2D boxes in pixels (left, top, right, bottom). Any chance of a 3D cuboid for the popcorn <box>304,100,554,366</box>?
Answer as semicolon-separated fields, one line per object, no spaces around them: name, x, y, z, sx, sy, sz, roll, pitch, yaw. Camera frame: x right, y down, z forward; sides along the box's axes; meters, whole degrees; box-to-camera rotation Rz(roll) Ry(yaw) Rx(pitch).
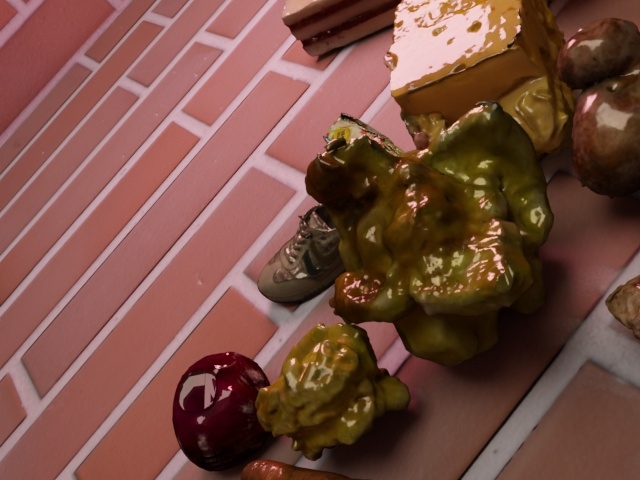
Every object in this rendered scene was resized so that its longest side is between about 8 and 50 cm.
popcorn;0.165;-0.009;1.014;0.321;0.290;0.326;29;100;36

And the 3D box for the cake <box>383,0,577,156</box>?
cake;0.242;-0.233;1.193;0.227;0.222;0.286;-19;45;33

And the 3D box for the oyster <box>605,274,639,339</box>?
oyster;0.435;0.059;0.785;0.271;0.275;0.100;-6;91;7

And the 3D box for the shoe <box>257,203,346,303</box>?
shoe;0.000;0.000;1.316;0.275;0.098;0.103;-38;34;13

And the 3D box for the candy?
candy;0.091;-0.523;1.686;0.320;0.135;0.180;-15;46;32

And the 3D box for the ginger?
ginger;0.406;-0.133;0.956;0.304;0.155;0.245;26;111;29

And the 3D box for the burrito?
burrito;0.073;-0.145;1.413;0.104;0.054;0.288;-46;37;0

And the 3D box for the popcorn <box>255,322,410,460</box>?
popcorn;0.012;0.201;1.066;0.197;0.156;0.197;-36;6;4

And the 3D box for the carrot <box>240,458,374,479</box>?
carrot;-0.008;0.322;1.057;0.247;0.059;0.059;-5;52;38

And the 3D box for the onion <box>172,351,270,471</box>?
onion;-0.128;0.240;1.183;0.198;0.135;0.173;-11;52;35
